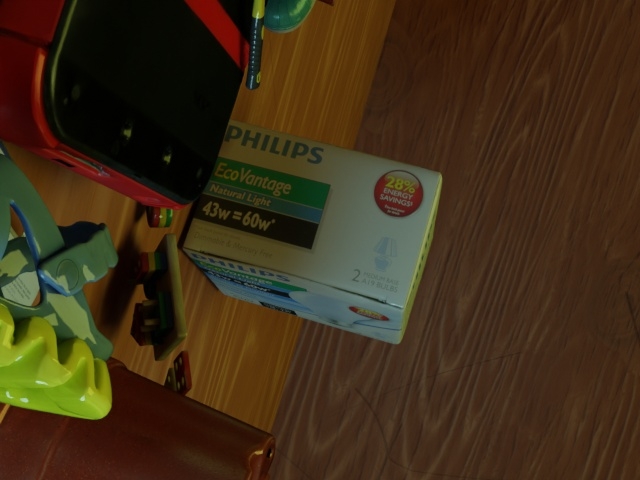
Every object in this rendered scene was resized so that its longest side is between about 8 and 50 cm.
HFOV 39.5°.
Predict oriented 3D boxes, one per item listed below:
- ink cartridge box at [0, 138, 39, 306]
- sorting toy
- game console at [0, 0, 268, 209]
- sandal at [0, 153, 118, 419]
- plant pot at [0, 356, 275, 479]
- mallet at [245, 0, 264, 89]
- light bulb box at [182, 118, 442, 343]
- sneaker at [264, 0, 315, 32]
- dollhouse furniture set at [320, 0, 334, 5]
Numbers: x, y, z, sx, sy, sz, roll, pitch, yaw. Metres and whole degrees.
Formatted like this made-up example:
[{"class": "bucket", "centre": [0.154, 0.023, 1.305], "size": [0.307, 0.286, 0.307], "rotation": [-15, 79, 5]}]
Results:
[{"class": "ink cartridge box", "centre": [-0.294, 0.046, 0.692], "size": [0.223, 0.045, 0.224], "rotation": [90, 18, -63]}, {"class": "sorting toy", "centre": [-0.212, 0.084, 1.126], "size": [0.132, 0.046, 0.275], "rotation": [137, -53, -60]}, {"class": "game console", "centre": [-0.136, -0.211, 0.775], "size": [0.386, 0.060, 0.342], "rotation": [37, 69, -78]}, {"class": "sandal", "centre": [-0.232, -0.001, 0.559], "size": [0.317, 0.126, 0.138], "rotation": [54, 43, -53]}, {"class": "plant pot", "centre": [-0.205, 0.272, 0.990], "size": [0.272, 0.265, 0.272], "rotation": [18, 90, -82]}, {"class": "mallet", "centre": [-0.064, -0.223, 0.871], "size": [0.062, 0.039, 0.190], "rotation": [-60, 166, -49]}, {"class": "light bulb box", "centre": [0.000, 0.000, 1.491], "size": [0.361, 0.358, 0.225], "rotation": [72, 34, -75]}, {"class": "sneaker", "centre": [-0.044, -0.440, 1.202], "size": [0.121, 0.108, 0.302], "rotation": [23, 76, -81]}, {"class": "dollhouse furniture set", "centre": [0.053, -0.526, 1.479], "size": [0.374, 0.152, 0.201], "rotation": [85, 24, -70]}]
